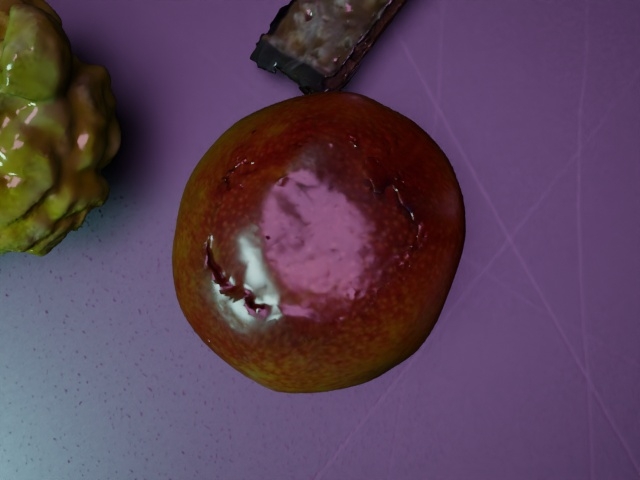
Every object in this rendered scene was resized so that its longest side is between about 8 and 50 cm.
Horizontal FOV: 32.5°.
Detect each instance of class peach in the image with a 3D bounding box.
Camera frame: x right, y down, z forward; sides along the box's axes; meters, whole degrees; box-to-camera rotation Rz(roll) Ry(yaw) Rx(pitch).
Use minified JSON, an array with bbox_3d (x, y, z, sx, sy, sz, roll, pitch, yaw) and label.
[{"bbox_3d":[0.000,0.000,0.810,0.231,0.231,0.231,0,90,4],"label":"peach"}]

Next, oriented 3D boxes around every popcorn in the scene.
[{"bbox_3d":[-0.285,-0.085,0.831,0.250,0.235,0.241,16,116,22],"label":"popcorn"}]

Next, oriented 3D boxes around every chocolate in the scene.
[{"bbox_3d":[0.074,-0.252,0.880,0.102,0.065,0.329,39,94,35],"label":"chocolate"}]
